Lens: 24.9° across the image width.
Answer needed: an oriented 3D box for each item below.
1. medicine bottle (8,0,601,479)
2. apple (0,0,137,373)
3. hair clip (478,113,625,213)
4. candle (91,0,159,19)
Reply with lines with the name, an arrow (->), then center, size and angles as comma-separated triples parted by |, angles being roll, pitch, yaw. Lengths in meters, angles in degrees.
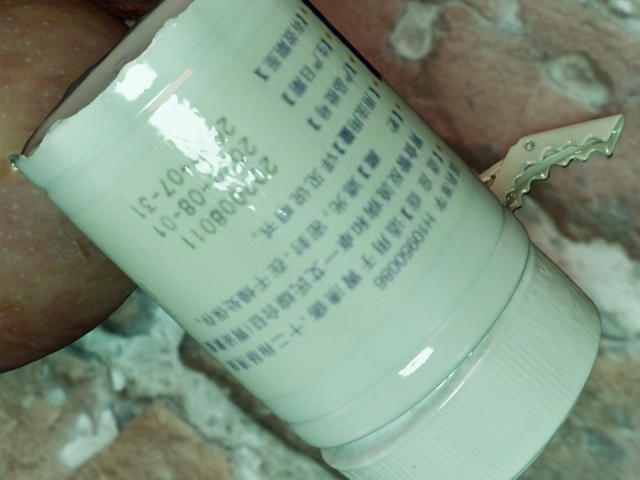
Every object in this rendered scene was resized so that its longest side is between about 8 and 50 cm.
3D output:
medicine bottle -> 0.000, 0.000, 0.868 | 0.190, 0.190, 0.332 | -45, 104, -2
apple -> -0.249, -0.051, 1.009 | 0.306, 0.235, 0.305 | -5, 76, 23
hair clip -> 0.111, -0.029, 1.011 | 0.226, 0.034, 0.072 | -40, 64, 0
candle -> -0.218, -0.247, 1.083 | 0.287, 0.317, 0.131 | -8, 65, 59
